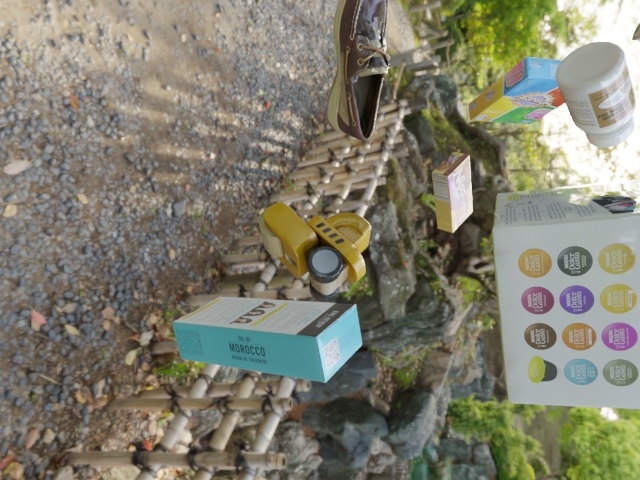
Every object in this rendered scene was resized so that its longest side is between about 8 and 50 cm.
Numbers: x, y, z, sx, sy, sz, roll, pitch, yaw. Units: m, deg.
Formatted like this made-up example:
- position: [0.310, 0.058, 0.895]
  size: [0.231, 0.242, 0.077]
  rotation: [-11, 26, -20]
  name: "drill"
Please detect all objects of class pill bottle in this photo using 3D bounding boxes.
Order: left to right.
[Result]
- position: [0.626, -0.316, 1.069]
  size: [0.229, 0.131, 0.131]
  rotation: [38, 46, -41]
  name: "pill bottle"

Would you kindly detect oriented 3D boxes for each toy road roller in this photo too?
- position: [0.000, 0.000, 1.416]
  size: [0.241, 0.329, 0.202]
  rotation: [-41, 159, -20]
  name: "toy road roller"

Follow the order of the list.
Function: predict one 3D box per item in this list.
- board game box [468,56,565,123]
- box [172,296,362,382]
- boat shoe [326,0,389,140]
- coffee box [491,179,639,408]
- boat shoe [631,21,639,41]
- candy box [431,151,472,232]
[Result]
- position: [0.658, -0.463, 1.508]
  size: [0.316, 0.242, 0.064]
  rotation: [144, -55, -75]
  name: "board game box"
- position: [-0.076, 0.125, 0.644]
  size: [0.100, 0.244, 0.060]
  rotation: [-28, 113, -54]
  name: "box"
- position: [0.099, -0.374, 0.997]
  size: [0.123, 0.123, 0.341]
  rotation: [-13, 129, -34]
  name: "boat shoe"
- position: [0.514, 0.082, 0.912]
  size: [0.338, 0.335, 0.337]
  rotation: [-37, 120, -64]
  name: "coffee box"
- position: [0.717, -0.450, 0.958]
  size: [0.206, 0.065, 0.075]
  rotation: [142, -30, -86]
  name: "boat shoe"
- position: [0.354, -0.127, 1.272]
  size: [0.109, 0.053, 0.186]
  rotation: [-41, 135, -29]
  name: "candy box"
